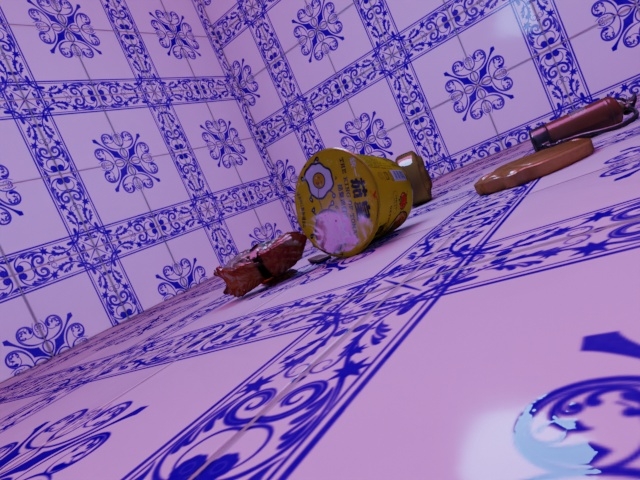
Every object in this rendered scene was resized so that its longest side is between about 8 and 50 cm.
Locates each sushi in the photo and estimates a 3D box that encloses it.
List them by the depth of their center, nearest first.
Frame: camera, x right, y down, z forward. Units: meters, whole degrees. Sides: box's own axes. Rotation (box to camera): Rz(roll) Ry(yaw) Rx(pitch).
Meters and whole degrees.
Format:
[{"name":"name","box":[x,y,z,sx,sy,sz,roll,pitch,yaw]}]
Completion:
[{"name":"sushi","box":[-0.187,0.073,1.564,0.332,0.124,0.130,-29,17,-2]}]

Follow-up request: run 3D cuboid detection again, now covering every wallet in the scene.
[{"name":"wallet","box":[-0.144,0.122,1.636,0.103,0.020,0.196,-30,7,-16]}]

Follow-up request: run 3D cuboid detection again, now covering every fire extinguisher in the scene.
[{"name":"fire extinguisher","box":[0.962,-0.403,1.737,0.375,0.113,0.200,-24,46,20]}]

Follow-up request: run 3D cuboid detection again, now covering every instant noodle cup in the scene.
[{"name":"instant noodle cup","box":[0.118,-0.128,1.500,0.325,0.326,0.254,-20,-3,42]}]

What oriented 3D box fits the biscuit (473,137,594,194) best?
[{"name":"biscuit","box":[0.624,-0.222,1.458,0.312,0.057,0.351,-25,4,-27]}]

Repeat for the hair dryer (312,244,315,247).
[{"name":"hair dryer","box":[-0.007,0.003,2.281,0.106,0.054,0.154,-21,-2,-25]}]

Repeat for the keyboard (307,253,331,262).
[{"name":"keyboard","box":[-0.006,0.063,1.657,0.055,0.017,0.166,-20,3,-13]}]

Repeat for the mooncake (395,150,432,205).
[{"name":"mooncake","box":[0.411,-0.260,2.098,0.117,0.235,0.235,-19,5,18]}]
